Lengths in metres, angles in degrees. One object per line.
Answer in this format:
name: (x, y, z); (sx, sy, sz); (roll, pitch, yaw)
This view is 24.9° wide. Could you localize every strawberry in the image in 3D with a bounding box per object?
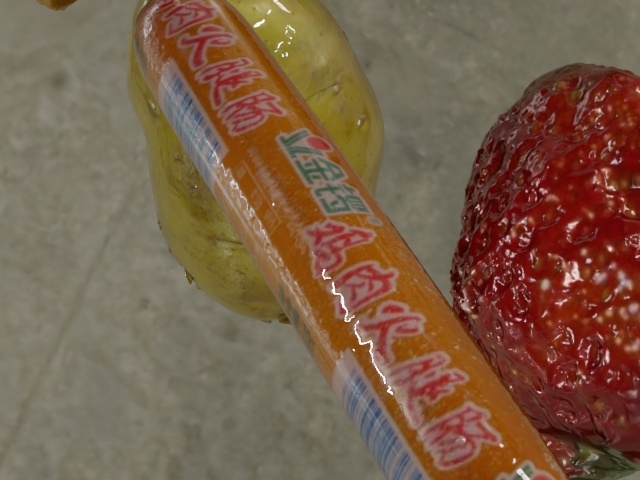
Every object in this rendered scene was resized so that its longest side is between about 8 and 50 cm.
strawberry: (0.197, 0.018, 0.944); (0.257, 0.257, 0.277); (-18, 90, 29)

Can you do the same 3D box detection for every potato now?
potato: (-0.042, -0.062, 0.993); (0.172, 0.300, 0.140); (7, 47, 11)

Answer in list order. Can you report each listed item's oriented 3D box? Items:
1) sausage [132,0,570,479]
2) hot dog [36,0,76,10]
sausage: (0.000, 0.000, 0.548); (0.053, 0.053, 0.348); (-46, 48, 15)
hot dog: (-0.120, -0.249, 0.896); (0.269, 0.072, 0.109); (-58, 8, -24)
